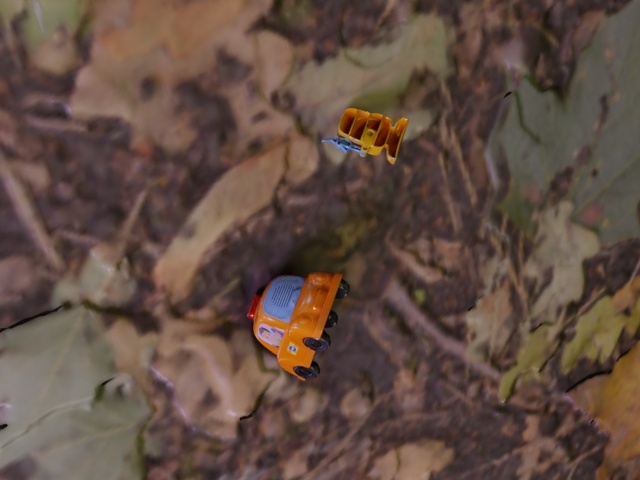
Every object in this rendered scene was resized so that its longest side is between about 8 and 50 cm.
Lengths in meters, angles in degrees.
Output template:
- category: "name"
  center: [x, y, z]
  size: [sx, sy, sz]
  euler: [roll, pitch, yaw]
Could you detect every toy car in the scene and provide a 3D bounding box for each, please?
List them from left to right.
- category: "toy car"
  center: [0.000, 0.000, 0.591]
  size: [0.040, 0.060, 0.122]
  euler: [19, 78, 1]
